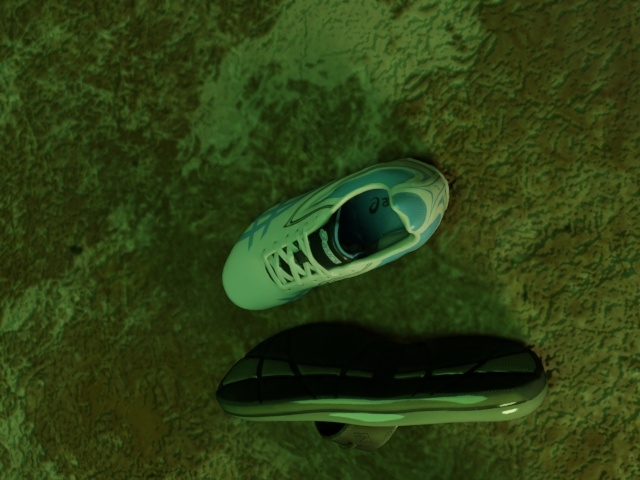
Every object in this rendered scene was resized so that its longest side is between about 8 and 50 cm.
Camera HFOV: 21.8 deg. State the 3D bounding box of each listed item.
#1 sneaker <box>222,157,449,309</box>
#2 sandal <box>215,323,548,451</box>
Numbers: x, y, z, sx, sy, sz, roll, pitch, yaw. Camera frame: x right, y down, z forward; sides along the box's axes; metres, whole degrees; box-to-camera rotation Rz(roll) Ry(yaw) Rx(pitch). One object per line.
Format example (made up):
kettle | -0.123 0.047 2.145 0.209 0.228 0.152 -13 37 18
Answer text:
sneaker | 0.000 0.000 1.385 0.237 0.086 0.085 -27 95 34
sandal | 0.045 0.137 1.396 0.303 0.120 0.086 2 122 28
